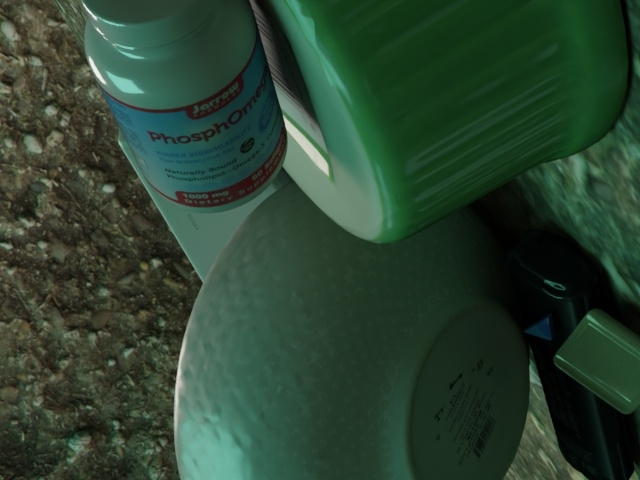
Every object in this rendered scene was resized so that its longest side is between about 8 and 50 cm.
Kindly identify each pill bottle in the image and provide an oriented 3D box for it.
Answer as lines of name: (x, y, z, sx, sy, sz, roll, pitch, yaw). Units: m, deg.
pill bottle: (-0.070, -0.088, 0.636, 0.087, 0.087, 0.160, 51, 169, 27)

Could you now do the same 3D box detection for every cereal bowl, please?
cereal bowl: (0.058, 0.112, 0.935, 0.141, 0.339, 0.339, 6, 135, 41)

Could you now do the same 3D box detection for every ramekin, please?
ramekin: (0.020, -0.145, 0.711, 0.303, 0.148, 0.303, 54, 169, 15)

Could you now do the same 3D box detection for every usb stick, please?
usb stick: (0.197, 0.099, 0.946, 0.077, 0.045, 0.278, 38, 160, 42)

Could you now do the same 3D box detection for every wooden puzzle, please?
wooden puzzle: (0.202, 0.083, 0.844, 0.116, 0.014, 0.078, 39, 146, 4)

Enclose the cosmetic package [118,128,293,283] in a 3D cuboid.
cosmetic package: (-0.052, -0.027, 1.088, 0.284, 0.097, 0.377, -107, -9, -56)
